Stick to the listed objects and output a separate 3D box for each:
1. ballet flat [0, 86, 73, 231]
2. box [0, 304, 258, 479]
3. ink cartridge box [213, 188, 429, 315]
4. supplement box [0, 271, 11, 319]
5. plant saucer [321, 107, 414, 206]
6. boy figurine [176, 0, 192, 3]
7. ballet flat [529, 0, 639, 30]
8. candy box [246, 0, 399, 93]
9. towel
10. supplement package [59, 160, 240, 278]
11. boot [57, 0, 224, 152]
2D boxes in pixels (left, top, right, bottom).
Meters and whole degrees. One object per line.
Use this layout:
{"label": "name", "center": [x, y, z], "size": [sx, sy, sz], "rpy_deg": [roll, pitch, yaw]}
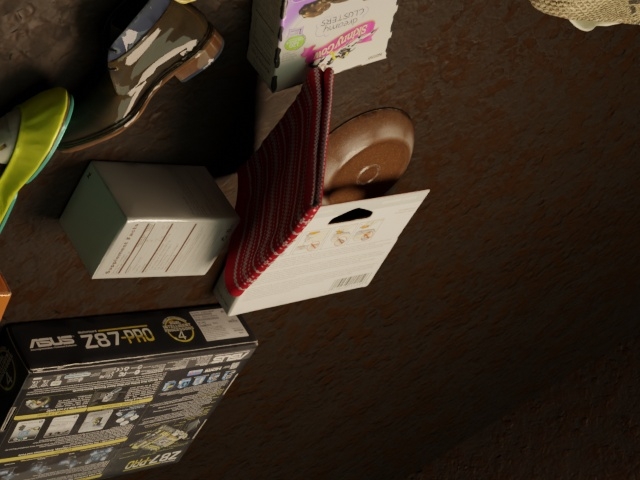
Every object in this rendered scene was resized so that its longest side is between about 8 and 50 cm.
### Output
{"label": "ballet flat", "center": [-0.351, -0.080, 1.242], "size": [0.077, 0.077, 0.231], "rpy_deg": [17, 125, -35]}
{"label": "box", "center": [-0.324, 0.243, 1.709], "size": [0.395, 0.097, 0.318], "rpy_deg": [-4, 136, -43]}
{"label": "ink cartridge box", "center": [0.000, 0.000, 1.713], "size": [0.275, 0.060, 0.239], "rpy_deg": [-10, 145, -36]}
{"label": "supplement box", "center": [-0.482, 0.069, 1.312], "size": [0.233, 0.080, 0.078], "rpy_deg": [-2, 134, -41]}
{"label": "plant saucer", "center": [0.061, -0.106, 1.660], "size": [0.198, 0.036, 0.199], "rpy_deg": [-27, 150, -17]}
{"label": "boy figurine", "center": [-0.119, -0.341, 1.014], "size": [0.177, 0.092, 0.285], "rpy_deg": [-14, 141, -38]}
{"label": "ballet flat", "center": [0.478, -0.360, 1.635], "size": [0.482, 0.164, 0.182], "rpy_deg": [-2, 159, -36]}
{"label": "candy box", "center": [0.008, -0.280, 1.315], "size": [0.164, 0.070, 0.196], "rpy_deg": [-22, 148, -23]}
{"label": "towel", "center": [-0.054, -0.065, 1.388], "size": [0.031, 0.199, 0.275], "rpy_deg": [14, 152, -18]}
{"label": "supplement package", "center": [-0.211, -0.025, 1.424], "size": [0.179, 0.105, 0.105], "rpy_deg": [0, 135, -45]}
{"label": "boot", "center": [-0.220, -0.190, 1.231], "size": [0.219, 0.082, 0.106], "rpy_deg": [-36, 132, 2]}
